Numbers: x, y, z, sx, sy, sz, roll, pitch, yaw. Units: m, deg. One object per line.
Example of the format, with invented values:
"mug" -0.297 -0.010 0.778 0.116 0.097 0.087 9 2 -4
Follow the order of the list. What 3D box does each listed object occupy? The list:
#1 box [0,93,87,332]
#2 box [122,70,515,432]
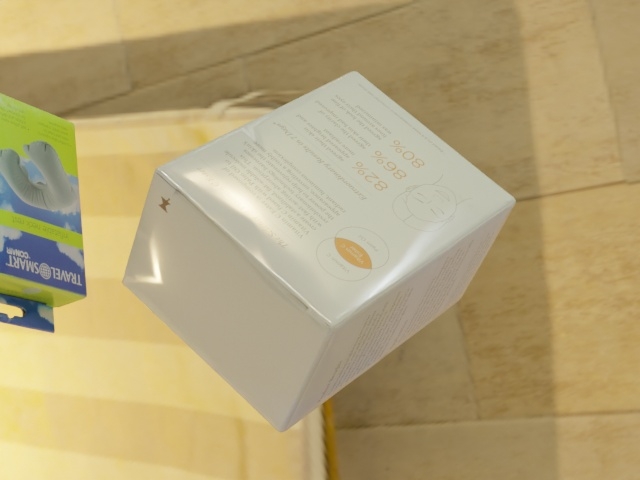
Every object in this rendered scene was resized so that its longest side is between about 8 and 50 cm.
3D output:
"box" -0.240 -0.023 1.030 0.042 0.109 0.178 -18 69 28
"box" 0.000 0.000 0.717 0.130 0.170 0.091 42 136 18
